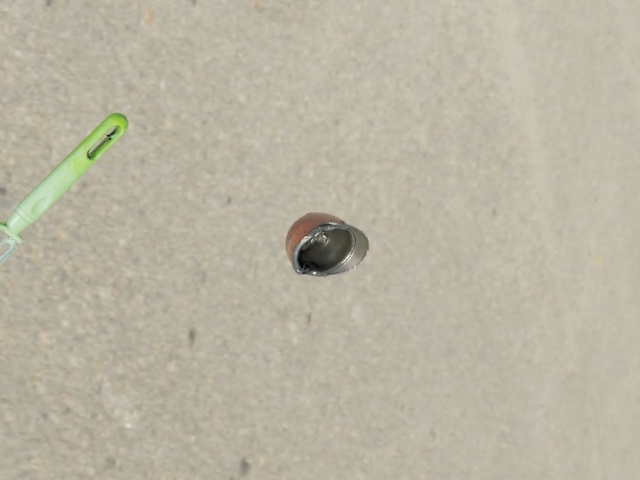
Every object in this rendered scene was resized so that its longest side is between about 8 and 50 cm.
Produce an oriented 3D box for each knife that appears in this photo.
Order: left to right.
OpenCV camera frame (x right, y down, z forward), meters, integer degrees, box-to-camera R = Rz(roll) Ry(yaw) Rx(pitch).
[{"bbox_3d":[-0.251,-0.040,1.011,0.212,0.015,0.054,-45,137,-6],"label":"knife"}]

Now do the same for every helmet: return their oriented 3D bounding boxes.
[{"bbox_3d":[0.001,-0.001,1.132,0.084,0.049,0.065,3,123,-32],"label":"helmet"}]
